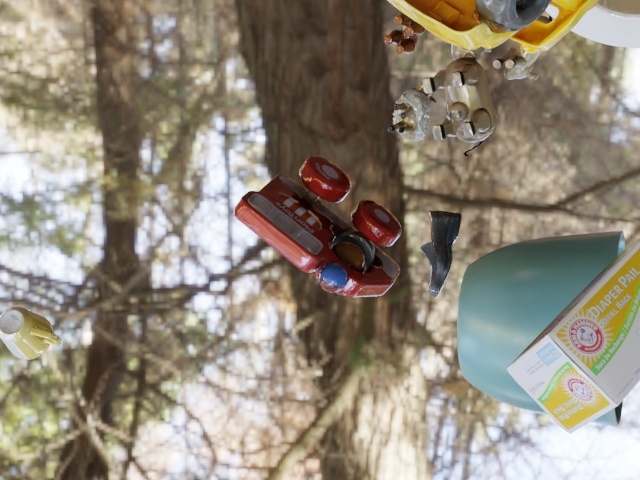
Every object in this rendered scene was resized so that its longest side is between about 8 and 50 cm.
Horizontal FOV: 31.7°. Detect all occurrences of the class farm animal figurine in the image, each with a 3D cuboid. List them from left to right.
[{"bbox_3d":[0.301,-0.334,2.206,0.330,0.327,0.172,16,-154,32],"label":"farm animal figurine"}]

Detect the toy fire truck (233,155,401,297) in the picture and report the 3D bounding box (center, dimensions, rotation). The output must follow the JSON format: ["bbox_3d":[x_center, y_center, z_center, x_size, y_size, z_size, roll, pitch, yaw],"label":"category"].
[{"bbox_3d":[0.000,0.000,2.040,0.302,0.169,0.254,40,-154,1],"label":"toy fire truck"}]

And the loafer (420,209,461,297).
[{"bbox_3d":[0.211,0.023,2.058,0.061,0.062,0.170,14,-117,2],"label":"loafer"}]

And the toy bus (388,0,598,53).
[{"bbox_3d":[0.162,-0.224,0.881,0.149,0.220,0.211,41,180,31],"label":"toy bus"}]

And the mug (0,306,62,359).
[{"bbox_3d":[-0.378,0.112,1.452,0.078,0.064,0.062,-17,-114,2],"label":"mug"}]

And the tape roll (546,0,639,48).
[{"bbox_3d":[0.439,-0.392,1.561,0.286,0.286,0.100,9,-118,16],"label":"tape roll"}]

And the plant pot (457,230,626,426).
[{"bbox_3d":[0.339,0.130,1.723,0.235,0.293,0.293,1,-159,18],"label":"plant pot"}]

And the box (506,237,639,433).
[{"bbox_3d":[0.321,0.101,1.250,0.103,0.114,0.203,46,-118,8],"label":"box"}]
